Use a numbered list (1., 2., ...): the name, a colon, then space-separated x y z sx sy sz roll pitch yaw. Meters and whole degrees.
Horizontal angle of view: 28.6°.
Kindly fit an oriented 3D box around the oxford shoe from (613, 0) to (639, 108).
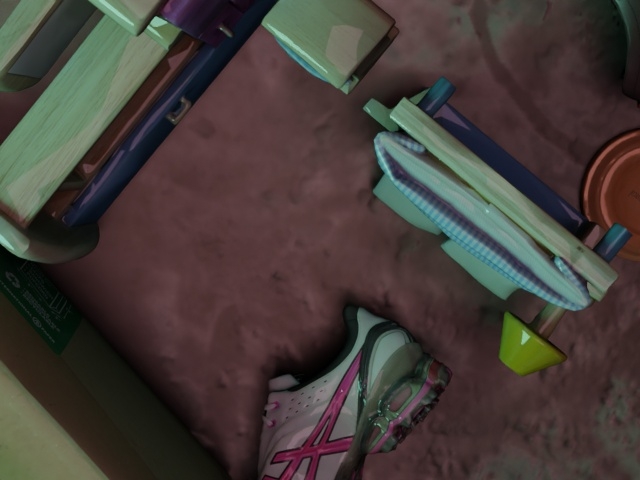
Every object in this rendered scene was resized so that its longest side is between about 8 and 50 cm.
1. oxford shoe: 0.233 -0.095 0.730 0.098 0.097 0.271 -30 99 22

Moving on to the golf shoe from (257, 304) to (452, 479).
1. golf shoe: -0.007 0.125 0.762 0.086 0.067 0.186 41 92 10

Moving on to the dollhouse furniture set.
1. dollhouse furniture set: 0.000 0.000 0.618 0.303 0.286 0.198 39 96 1

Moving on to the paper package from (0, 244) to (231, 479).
1. paper package: -0.258 0.140 0.687 0.309 0.168 0.325 -40 101 2

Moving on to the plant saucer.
1. plant saucer: 0.201 -0.027 0.768 0.083 0.013 0.083 -1 101 -4
